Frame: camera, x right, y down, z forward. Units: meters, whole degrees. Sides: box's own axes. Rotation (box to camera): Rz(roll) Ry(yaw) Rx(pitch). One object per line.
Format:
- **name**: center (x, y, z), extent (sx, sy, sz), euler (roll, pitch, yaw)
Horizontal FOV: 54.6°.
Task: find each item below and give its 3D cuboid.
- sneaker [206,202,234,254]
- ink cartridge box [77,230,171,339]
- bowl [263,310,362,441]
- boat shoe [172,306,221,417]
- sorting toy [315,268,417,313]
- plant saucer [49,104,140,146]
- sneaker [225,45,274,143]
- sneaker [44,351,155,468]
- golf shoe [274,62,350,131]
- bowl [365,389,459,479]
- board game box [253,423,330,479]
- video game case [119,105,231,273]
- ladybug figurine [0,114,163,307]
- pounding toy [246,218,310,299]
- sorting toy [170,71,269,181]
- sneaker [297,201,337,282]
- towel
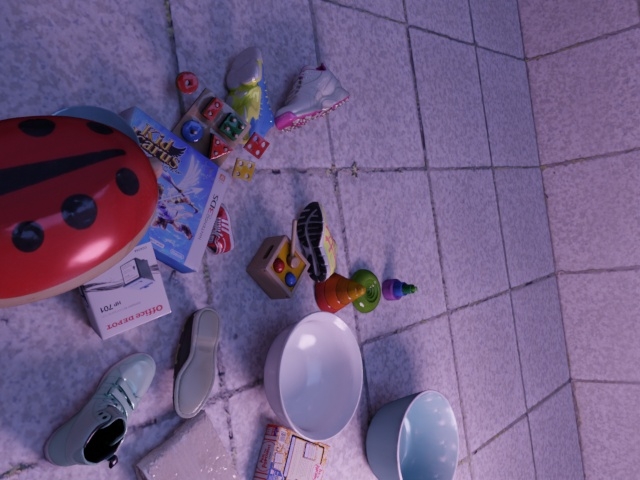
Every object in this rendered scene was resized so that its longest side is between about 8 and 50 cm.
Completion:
- **sneaker**: center (-0.234, -0.026, 1.389), extent (0.067, 0.042, 0.119), euler (-25, 105, -51)
- **ink cartridge box**: center (-0.374, 0.065, 1.145), extent (0.139, 0.082, 0.191), euler (-22, 109, -29)
- **bowl**: center (-0.039, 0.321, 1.486), extent (0.297, 0.134, 0.298), euler (10, 76, -46)
- **boat shoe**: center (-0.263, 0.253, 1.293), extent (0.081, 0.068, 0.228), euler (24, 66, -31)
- **sorting toy**: center (0.150, 0.139, 1.734), extent (0.365, 0.126, 0.127), euler (3, 81, -47)
- **plant saucer**: center (-0.432, -0.157, 1.147), extent (0.194, 0.037, 0.195), euler (5, 70, -13)
- **sneaker**: center (-0.165, -0.338, 1.497), extent (0.126, 0.091, 0.240), euler (28, 71, -56)
- **sneaker**: center (-0.358, 0.305, 1.117), extent (0.094, 0.151, 0.256), euler (59, 45, -22)
- **golf shoe**: center (-0.043, -0.377, 1.623), extent (0.306, 0.115, 0.140), euler (-40, 105, -52)
- **bowl**: center (0.243, 0.573, 1.740), extent (0.311, 0.163, 0.312), euler (10, 76, -47)
- **board game box**: center (-0.066, 0.540, 1.487), extent (0.193, 0.045, 0.147), euler (37, 58, -39)
- **video game case**: center (-0.331, -0.098, 1.279), extent (0.269, 0.061, 0.244), euler (36, 58, -39)
- **ladybug figurine**: center (-0.455, -0.068, 0.973), extent (0.449, 0.162, 0.305), euler (-27, 81, -32)
- **pounding toy**: center (-0.089, 0.046, 1.496), extent (0.130, 0.100, 0.141), euler (52, 50, -30)
- **sorting toy**: center (-0.230, -0.237, 1.368), extent (0.274, 0.046, 0.132), euler (39, 86, -29)
- **sneaker**: center (0.000, 0.000, 1.631), extent (0.094, 0.081, 0.209), euler (-16, 103, -55)
- **towel**: center (-0.251, 0.515, 1.284), extent (0.187, 0.049, 0.282), euler (-38, 111, -46)
